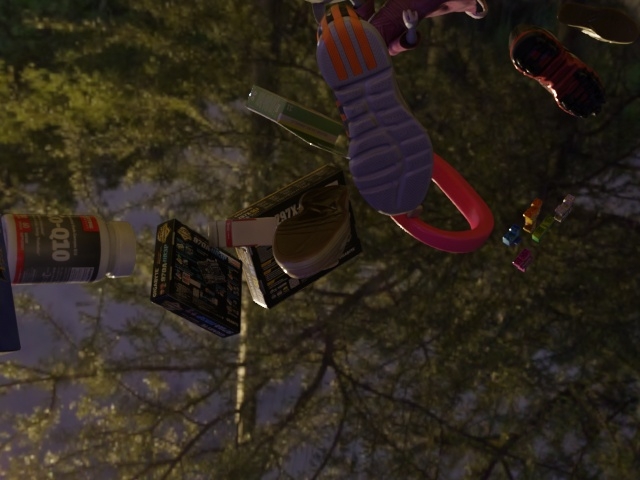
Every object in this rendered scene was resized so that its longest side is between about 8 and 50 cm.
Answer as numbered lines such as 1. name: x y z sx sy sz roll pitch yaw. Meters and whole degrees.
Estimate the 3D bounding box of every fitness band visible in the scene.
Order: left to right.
1. fitness band: 0.196 -0.092 1.342 0.209 0.054 0.290 -2 -136 -35

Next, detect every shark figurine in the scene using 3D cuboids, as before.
1. shark figurine: 0.050 -0.650 1.819 0.279 0.166 0.116 -15 179 10

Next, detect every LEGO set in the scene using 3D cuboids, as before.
1. LEGO set: 0.526 -0.022 1.798 0.087 0.093 0.227 36 -103 29

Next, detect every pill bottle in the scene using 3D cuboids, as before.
1. pill bottle: -0.586 0.020 1.682 0.283 0.161 0.161 0 -159 -33

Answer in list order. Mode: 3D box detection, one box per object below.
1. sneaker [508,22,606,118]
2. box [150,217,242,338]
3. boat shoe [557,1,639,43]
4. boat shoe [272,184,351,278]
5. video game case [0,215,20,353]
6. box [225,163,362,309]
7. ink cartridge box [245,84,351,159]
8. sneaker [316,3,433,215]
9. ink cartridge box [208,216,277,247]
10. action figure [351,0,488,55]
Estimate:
1. sneaker: 0.495 -0.364 1.528 0.276 0.097 0.135 30 -150 -26
2. box: -0.244 0.080 1.472 0.051 0.220 0.175 -20 -125 27
3. boat shoe: 0.516 -0.400 1.343 0.153 0.056 0.048 26 -164 30
4. boat shoe: 0.000 0.000 1.129 0.109 0.098 0.302 -8 -161 10
5. video game case: -0.606 0.070 1.149 0.245 0.269 0.061 -16 170 19
6. box: -0.056 -0.012 1.850 0.322 0.257 0.079 -31 -149 -25
7. ink cartridge box: -0.020 -0.232 1.454 0.171 0.056 0.235 14 -166 -45
8. sneaker: 0.082 -0.204 1.082 0.125 0.321 0.180 -15 -149 7
9. ink cartridge box: -0.158 -0.016 1.458 0.099 0.056 0.135 -4 -178 -29
10. action figure: 0.198 -0.572 1.812 0.248 0.370 0.276 51 -168 24
